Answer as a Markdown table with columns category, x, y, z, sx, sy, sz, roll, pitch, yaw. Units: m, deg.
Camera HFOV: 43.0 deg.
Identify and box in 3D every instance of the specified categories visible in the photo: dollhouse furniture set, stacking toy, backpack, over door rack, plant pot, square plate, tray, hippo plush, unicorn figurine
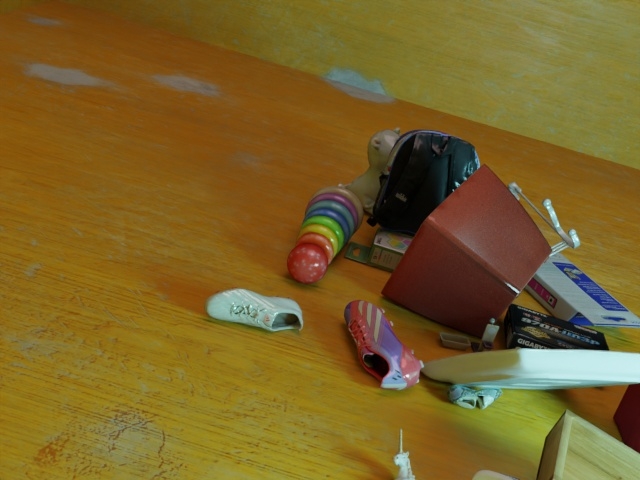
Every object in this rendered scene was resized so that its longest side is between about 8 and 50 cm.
| category | x | y | z | sx | sy | sz | roll | pitch | yaw |
| --- | --- | --- | --- | --- | --- | --- | --- | --- | --- |
| dollhouse furniture set | 0.308 | 0.197 | 1.653 | 0.114 | 0.081 | 0.091 | 12 | 24 | -10 |
| stacking toy | 0.000 | 0.000 | 1.862 | 0.141 | 0.141 | 0.330 | 19 | 31 | 6 |
| backpack | 0.270 | -0.143 | 2.015 | 0.277 | 0.263 | 0.213 | 13 | 16 | -9 |
| over door rack | 0.474 | -0.034 | 2.095 | 0.240 | 0.108 | 0.324 | -27 | 35 | -5 |
| plant pot | 0.333 | 0.044 | 1.750 | 0.236 | 0.267 | 0.267 | 38 | 49 | 13 |
| square plate | 0.400 | 0.237 | 1.466 | 0.344 | 0.049 | 0.347 | 5 | -15 | -22 |
| tray | 0.520 | 0.435 | 1.204 | 0.411 | 0.076 | 0.203 | 32 | 26 | 9 |
| hippo plush | 0.197 | -0.191 | 2.236 | 0.294 | 0.236 | 0.234 | 27 | 26 | 23 |
| unicorn figurine | 0.133 | 0.376 | 1.200 | 0.162 | 0.060 | 0.111 | 44 | 33 | 19 |

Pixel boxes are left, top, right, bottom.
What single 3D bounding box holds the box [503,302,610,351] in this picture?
| category | x | y | z | sx | sy | sz | roll | pitch | yaw |
| --- | --- | --- | --- | --- | --- | --- | --- | --- | --- |
| box | 0.510 | 0.220 | 1.754 | 0.220 | 0.051 | 0.175 | 19 | 20 | 5 |

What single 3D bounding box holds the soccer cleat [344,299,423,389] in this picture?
| category | x | y | z | sx | sy | sz | roll | pitch | yaw |
| --- | --- | --- | --- | --- | --- | --- | --- | --- | --- |
| soccer cleat | 0.098 | 0.193 | 1.541 | 0.095 | 0.083 | 0.248 | -5 | 34 | -30 |

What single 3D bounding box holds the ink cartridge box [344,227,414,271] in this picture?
| category | x | y | z | sx | sy | sz | roll | pitch | yaw |
| --- | --- | --- | --- | --- | --- | --- | --- | --- | --- |
| ink cartridge box | 0.172 | 0.026 | 1.963 | 0.209 | 0.062 | 0.109 | 17 | 24 | 4 |

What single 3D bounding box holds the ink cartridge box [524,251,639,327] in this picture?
| category | x | y | z | sx | sy | sz | roll | pitch | yaw |
| --- | --- | --- | --- | --- | --- | --- | --- | --- | --- |
| ink cartridge box | 0.621 | 0.133 | 2.010 | 0.176 | 0.069 | 0.371 | 5 | 24 | -25 |

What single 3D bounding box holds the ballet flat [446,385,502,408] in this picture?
| category | x | y | z | sx | sy | sz | roll | pitch | yaw |
| --- | --- | --- | --- | --- | --- | --- | --- | --- | --- |
| ballet flat | 0.287 | 0.293 | 1.498 | 0.114 | 0.041 | 0.041 | 7 | 25 | -19 |

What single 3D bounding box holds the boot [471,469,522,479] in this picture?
| category | x | y | z | sx | sy | sz | roll | pitch | yaw |
| --- | --- | --- | --- | --- | --- | --- | --- | --- | --- |
| boot | 0.323 | 0.401 | 1.252 | 0.190 | 0.069 | 0.086 | 30 | 21 | 9 |

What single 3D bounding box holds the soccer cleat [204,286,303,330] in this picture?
| category | x | y | z | sx | sy | sz | roll | pitch | yaw |
| --- | --- | --- | --- | --- | --- | --- | --- | --- | --- |
| soccer cleat | -0.123 | 0.135 | 1.545 | 0.196 | 0.068 | 0.076 | 7 | 28 | -26 |

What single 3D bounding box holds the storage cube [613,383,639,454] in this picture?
| category | x | y | z | sx | sy | sz | roll | pitch | yaw |
| --- | --- | --- | --- | --- | --- | --- | --- | --- | --- |
| storage cube | 0.672 | 0.325 | 1.467 | 0.215 | 0.193 | 0.183 | 17 | 24 | 0 |
